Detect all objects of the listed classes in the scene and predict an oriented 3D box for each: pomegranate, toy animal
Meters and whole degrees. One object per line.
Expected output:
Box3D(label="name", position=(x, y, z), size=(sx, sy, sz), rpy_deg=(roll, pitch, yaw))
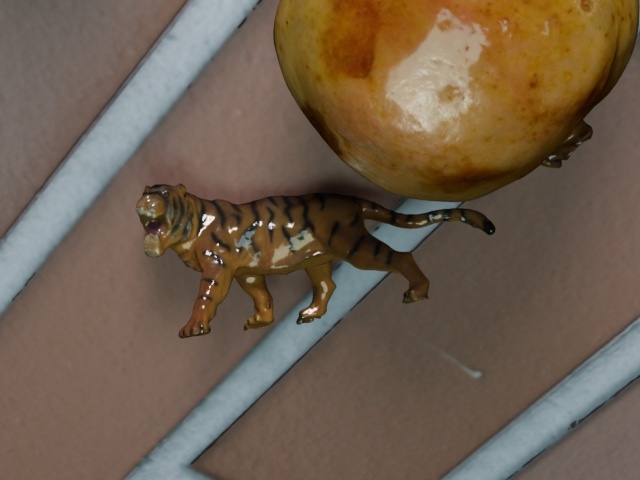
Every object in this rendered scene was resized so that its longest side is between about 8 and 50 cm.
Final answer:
Box3D(label="pomegranate", position=(0.085, -0.122, 0.885), size=(0.215, 0.215, 0.215), rpy_deg=(1, 130, 2))
Box3D(label="toy animal", position=(-0.001, 0.001, 1.084), size=(0.255, 0.114, 0.116), rpy_deg=(-9, 86, 4))
